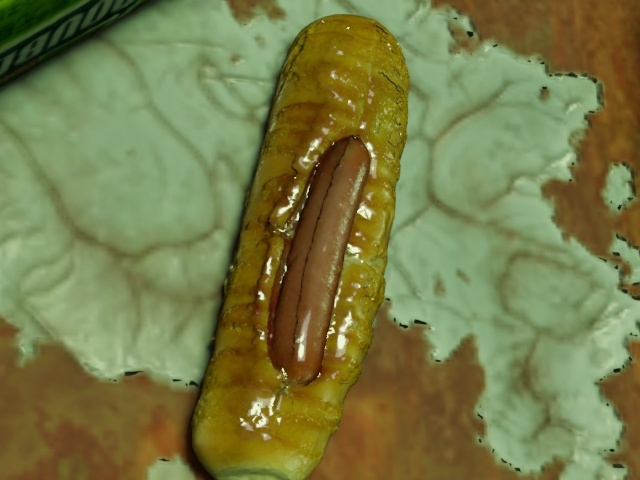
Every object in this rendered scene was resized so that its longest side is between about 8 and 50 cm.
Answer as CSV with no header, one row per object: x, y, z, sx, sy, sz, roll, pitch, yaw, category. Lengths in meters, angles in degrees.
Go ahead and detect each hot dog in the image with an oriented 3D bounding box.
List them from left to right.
0.000,0.000,0.771,0.066,0.047,0.215,23,63,-15,hot dog

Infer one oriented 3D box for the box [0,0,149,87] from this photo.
-0.174,-0.075,0.683,0.345,0.134,0.097,-35,81,-30,box
